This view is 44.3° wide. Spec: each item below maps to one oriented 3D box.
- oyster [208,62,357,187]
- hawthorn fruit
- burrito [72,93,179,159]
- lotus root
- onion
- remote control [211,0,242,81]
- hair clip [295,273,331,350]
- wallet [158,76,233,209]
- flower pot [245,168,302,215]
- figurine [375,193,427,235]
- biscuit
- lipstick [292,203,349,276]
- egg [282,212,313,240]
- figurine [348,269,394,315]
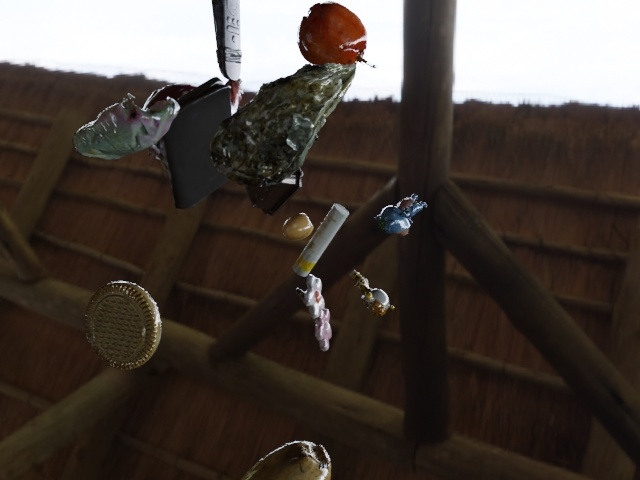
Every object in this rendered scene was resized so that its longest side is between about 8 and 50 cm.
[{"bbox_3d":[-0.070,-0.227,1.515,0.351,0.162,0.158,-36,-151,26],"label":"oyster"},{"bbox_3d":[0.059,-0.611,2.435,0.299,0.211,0.211,39,-143,10],"label":"hawthorn fruit"},{"bbox_3d":[-0.381,-0.221,1.563,0.144,0.089,0.229,-7,174,-41],"label":"burrito"},{"bbox_3d":[-0.100,0.566,1.771,0.284,0.146,0.160,-43,-170,3],"label":"lotus root"},{"bbox_3d":[-0.366,-0.373,2.464,0.347,0.348,0.385,24,-111,46],"label":"onion"},{"bbox_3d":[-0.235,-0.522,1.921,0.066,0.266,0.090,1,-176,32],"label":"remote control"},{"bbox_3d":[-0.013,0.230,2.534,0.075,0.257,0.146,-17,-163,14],"label":"hair clip"},{"bbox_3d":[-0.279,-0.216,1.829,0.197,0.377,0.051,-35,-112,-20],"label":"wallet"},{"bbox_3d":[-0.181,-0.210,2.827,0.084,0.251,0.179,-2,-121,-45],"label":"flower pot"},{"bbox_3d":[0.284,-0.074,2.689,0.178,0.144,0.114,-37,-138,-17],"label":"figurine"},{"bbox_3d":[-0.536,0.228,2.134,0.259,0.259,0.079,8,-170,23],"label":"biscuit"},{"bbox_3d":[0.000,0.000,2.518,0.059,0.264,0.059,28,-157,-13],"label":"lipstick"},{"bbox_3d":[-0.071,-0.039,2.414,0.096,0.080,0.080,-36,-148,-10],"label":"egg"},{"bbox_3d":[0.131,0.143,2.125,0.068,0.101,0.143,-39,-127,-6],"label":"figurine"}]
